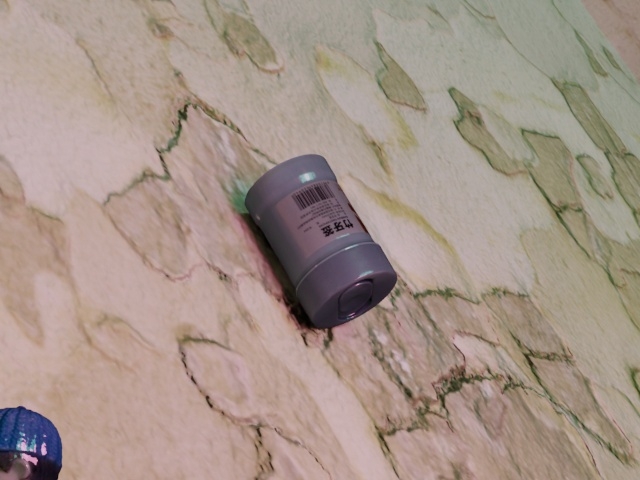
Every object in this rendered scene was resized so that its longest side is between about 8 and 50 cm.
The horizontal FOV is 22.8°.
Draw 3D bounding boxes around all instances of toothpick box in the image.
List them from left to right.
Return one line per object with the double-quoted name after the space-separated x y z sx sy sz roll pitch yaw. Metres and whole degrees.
0.000 0.000 1.632 0.101 0.101 0.153 1 53 -51 "toothpick box"

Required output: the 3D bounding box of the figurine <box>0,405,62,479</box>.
-0.217 0.191 1.155 0.149 0.087 0.086 61 -4 24 "figurine"
